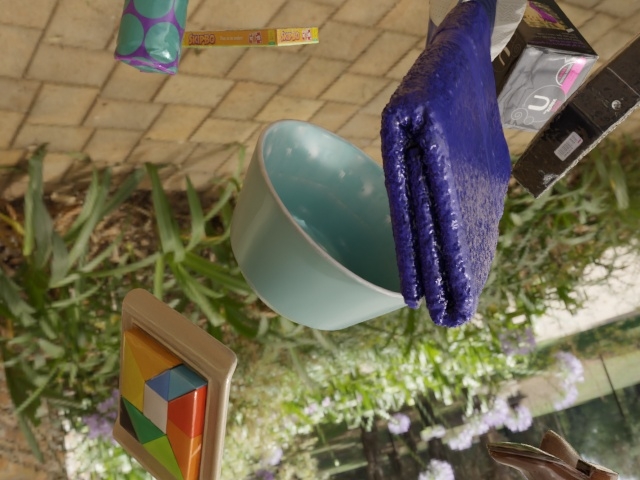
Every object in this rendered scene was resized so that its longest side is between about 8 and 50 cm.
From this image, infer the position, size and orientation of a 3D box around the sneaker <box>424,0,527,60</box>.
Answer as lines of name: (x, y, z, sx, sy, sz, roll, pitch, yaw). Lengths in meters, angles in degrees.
sneaker: (0.206, -0.417, 1.049, 0.128, 0.182, 0.315, -2, 119, -32)

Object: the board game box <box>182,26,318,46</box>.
board game box: (-0.145, -0.374, 1.356, 0.260, 0.039, 0.124, 6, -162, 33)

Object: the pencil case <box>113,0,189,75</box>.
pencil case: (-0.156, -0.238, 0.705, 0.065, 0.151, 0.070, 9, -173, -18)

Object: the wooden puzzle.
wooden puzzle: (-0.206, 0.211, 0.965, 0.221, 0.238, 0.044, 27, -155, 36)

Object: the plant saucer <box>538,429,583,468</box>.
plant saucer: (0.234, 0.284, 0.700, 0.036, 0.198, 0.199, -2, 171, 28)

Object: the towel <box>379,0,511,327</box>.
towel: (0.125, -0.087, 0.725, 0.076, 0.227, 0.308, -5, -152, 23)

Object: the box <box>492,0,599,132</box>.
box: (0.333, -0.336, 1.283, 0.144, 0.270, 0.165, 4, 135, -19)

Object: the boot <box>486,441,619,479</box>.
boot: (0.164, 0.217, 0.551, 0.107, 0.114, 0.037, 16, 177, 2)

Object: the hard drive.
hard drive: (0.404, -0.211, 0.936, 0.339, 0.064, 0.237, -40, 170, -10)

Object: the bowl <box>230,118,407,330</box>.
bowl: (0.000, 0.000, 1.003, 0.312, 0.311, 0.163, 4, 137, -49)
